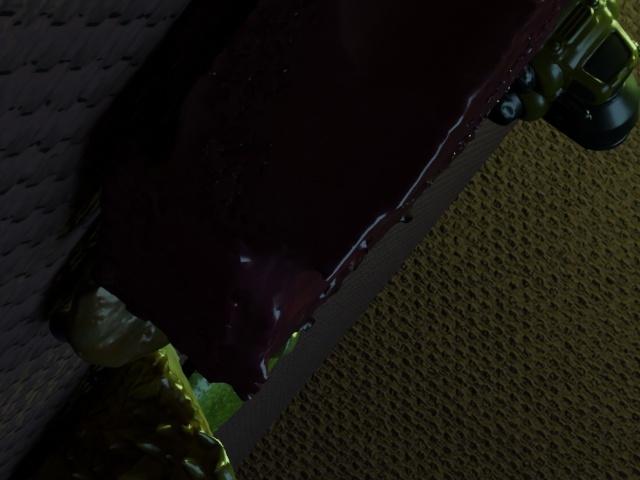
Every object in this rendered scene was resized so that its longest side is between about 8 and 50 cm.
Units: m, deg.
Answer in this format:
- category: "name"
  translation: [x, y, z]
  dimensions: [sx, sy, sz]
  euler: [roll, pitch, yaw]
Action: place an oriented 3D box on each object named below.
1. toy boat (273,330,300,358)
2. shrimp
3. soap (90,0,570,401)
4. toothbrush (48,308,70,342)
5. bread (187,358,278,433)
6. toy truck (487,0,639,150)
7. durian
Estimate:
- category: "toy boat"
  translation: [-0.001, 0.000, 1.327]
  dimensions: [0.185, 0.071, 0.089]
  euler: [-52, 174, 8]
- category: "shrimp"
  translation: [-0.051, -0.031, 0.893]
  dimensions: [0.236, 0.053, 0.133]
  euler: [-46, 147, -31]
- category: "soap"
  translation: [0.027, -0.087, 0.773]
  dimensions: [0.289, 0.112, 0.182]
  euler: [-50, 175, -29]
- category: "toothbrush"
  translation: [-0.095, 0.022, 0.985]
  dimensions: [0.027, 0.021, 0.269]
  euler: [-58, 172, 17]
- category: "bread"
  translation: [-0.097, 0.134, 1.618]
  dimensions: [0.301, 0.045, 0.301]
  euler: [-50, 173, -8]
- category: "toy truck"
  translation: [0.239, -0.166, 1.662]
  dimensions: [0.147, 0.165, 0.224]
  euler: [-49, 174, -8]
- category: "durian"
  translation: [-0.112, 0.196, 1.169]
  dimensions: [0.185, 0.195, 0.305]
  euler: [-38, 171, -35]
